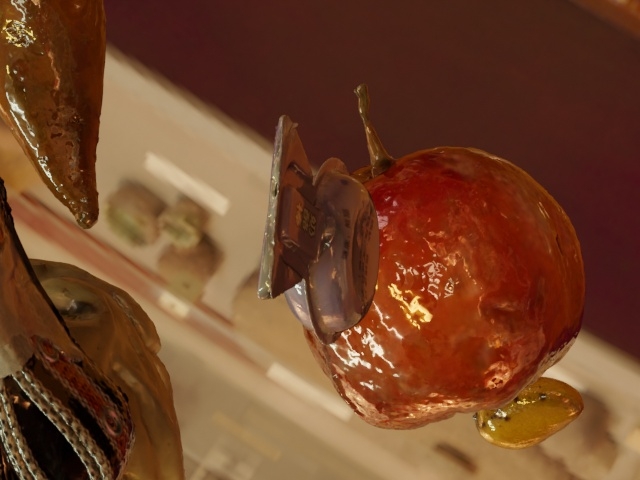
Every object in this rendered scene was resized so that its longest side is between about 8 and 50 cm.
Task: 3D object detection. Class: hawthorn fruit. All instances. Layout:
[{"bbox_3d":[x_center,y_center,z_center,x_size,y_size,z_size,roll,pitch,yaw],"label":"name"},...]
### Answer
[{"bbox_3d":[0.076,0.006,1.214,0.242,0.242,0.271,-8,111,46],"label":"hawthorn fruit"}]

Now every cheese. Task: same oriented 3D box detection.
[{"bbox_3d":[0.000,0.000,0.841,0.042,0.105,0.191,2,167,14],"label":"cheese"}]

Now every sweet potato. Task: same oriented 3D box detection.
[{"bbox_3d":[-0.225,-0.182,1.217,0.112,0.112,0.359,-24,78,53],"label":"sweet potato"}]

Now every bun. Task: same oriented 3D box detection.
[{"bbox_3d":[-0.272,0.130,1.309,0.360,0.360,0.211,27,119,12],"label":"bun"}]

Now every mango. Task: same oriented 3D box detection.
[{"bbox_3d":[0.207,0.170,1.533,0.114,0.057,0.079,-16,128,28],"label":"mango"}]

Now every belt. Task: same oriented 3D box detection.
[{"bbox_3d":[-0.230,0.035,1.046,0.126,0.094,0.359,-12,112,12],"label":"belt"}]
